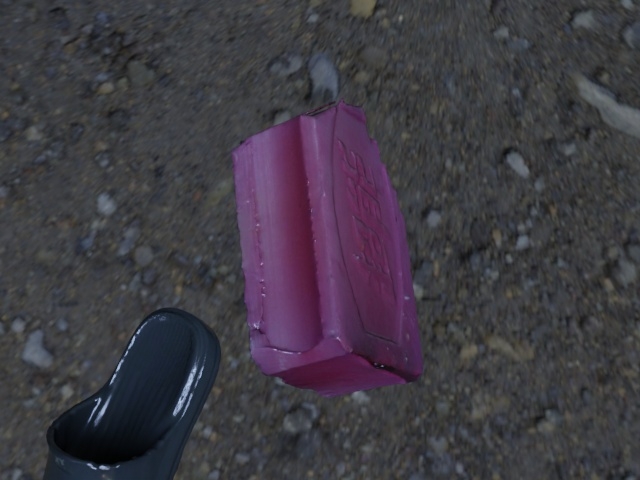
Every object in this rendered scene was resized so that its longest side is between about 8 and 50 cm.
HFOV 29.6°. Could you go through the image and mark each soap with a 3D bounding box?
[{"bbox_3d":[0.000,0.000,1.052,0.099,0.162,0.250,-18,68,28],"label":"soap"}]

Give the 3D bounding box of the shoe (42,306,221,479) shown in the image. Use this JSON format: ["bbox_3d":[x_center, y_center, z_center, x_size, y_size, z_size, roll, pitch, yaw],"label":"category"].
[{"bbox_3d":[-0.167,0.157,0.934,0.108,0.093,0.241,16,78,38],"label":"shoe"}]
